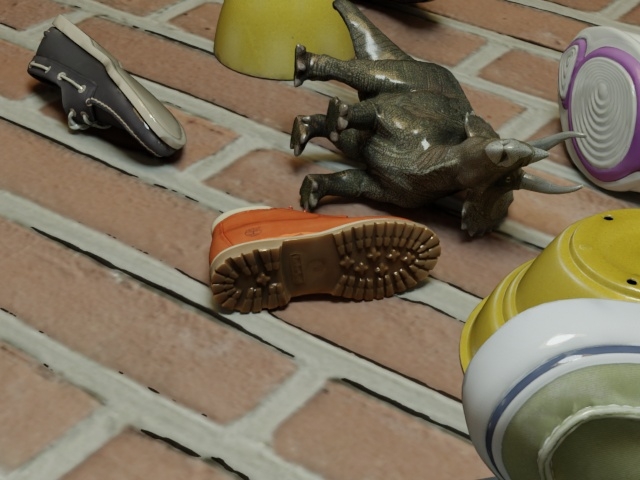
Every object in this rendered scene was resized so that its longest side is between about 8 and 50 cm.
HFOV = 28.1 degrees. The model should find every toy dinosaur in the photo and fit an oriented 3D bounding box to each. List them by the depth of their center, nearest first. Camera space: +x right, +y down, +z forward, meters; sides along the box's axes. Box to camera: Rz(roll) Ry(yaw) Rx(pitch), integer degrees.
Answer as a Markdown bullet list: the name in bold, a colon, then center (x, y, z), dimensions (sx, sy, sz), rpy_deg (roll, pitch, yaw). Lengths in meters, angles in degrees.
- **toy dinosaur**: center (0.064, -0.088, 0.990), dimensions (0.160, 0.121, 0.313), rpy_deg (5, 26, -17)

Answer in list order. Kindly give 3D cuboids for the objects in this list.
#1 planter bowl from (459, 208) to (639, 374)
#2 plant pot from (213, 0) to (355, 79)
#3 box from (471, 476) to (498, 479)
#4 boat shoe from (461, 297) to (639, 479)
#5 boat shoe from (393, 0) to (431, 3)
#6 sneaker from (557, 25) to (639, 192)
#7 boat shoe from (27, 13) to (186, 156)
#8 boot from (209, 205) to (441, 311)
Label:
- **planter bowl**: center (0.197, 0.042, 0.787), dimensions (0.217, 0.090, 0.217), rpy_deg (1, 33, -1)
- **plant pot**: center (-0.032, -0.219, 1.176), dimensions (0.134, 0.095, 0.134), rpy_deg (2, 33, -1)
- **box**: center (0.088, 0.203, 0.554), dimensions (0.183, 0.059, 0.232), rpy_deg (-6, 34, -16)
- **boat shoe**: center (0.187, 0.122, 0.534), dimensions (0.302, 0.109, 0.094), rpy_deg (30, 24, -26)
- **boat shoe**: center (0.000, -0.304, 1.306), dimensions (0.130, 0.132, 0.355), rpy_deg (-27, 33, -23)
- **sneaker**: center (0.302, -0.071, 0.981), dimensions (0.152, 0.114, 0.305), rpy_deg (-1, 31, -35)
- **boat shoe**: center (-0.181, -0.115, 1.058), dimensions (0.065, 0.075, 0.206), rpy_deg (-48, 50, 3)
- **boot**: center (0.000, 0.000, 0.873), dimensions (0.158, 0.059, 0.084), rpy_deg (-5, 28, -9)
